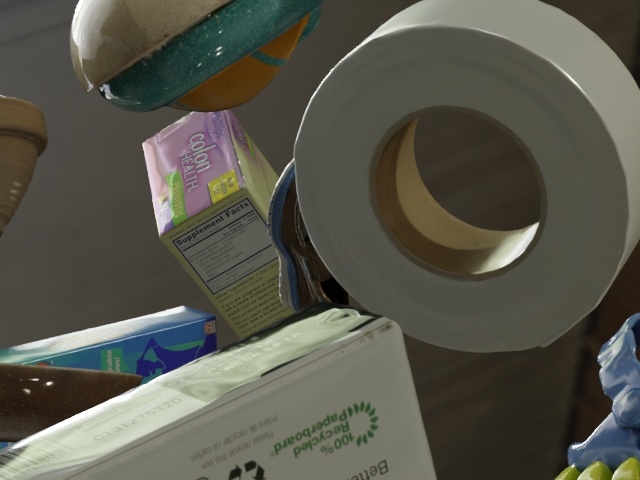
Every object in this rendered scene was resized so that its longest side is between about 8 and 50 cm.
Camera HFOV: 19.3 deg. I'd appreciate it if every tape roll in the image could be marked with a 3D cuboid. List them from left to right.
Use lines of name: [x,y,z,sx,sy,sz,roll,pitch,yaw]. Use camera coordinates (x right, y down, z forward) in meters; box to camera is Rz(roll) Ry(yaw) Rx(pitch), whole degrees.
tape roll: [0.126,-0.053,1.522,0.286,0.100,0.286,10,-63,20]

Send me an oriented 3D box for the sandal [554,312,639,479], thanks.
sandal: [0.242,0.093,1.007,0.317,0.126,0.138,-12,-117,50]

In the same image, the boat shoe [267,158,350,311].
boat shoe: [0.000,0.000,1.652,0.066,0.066,0.183,20,-34,21]

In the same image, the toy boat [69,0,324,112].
toy boat: [-0.017,-0.174,1.262,0.318,0.267,0.148,-29,-83,26]

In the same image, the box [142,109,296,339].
box: [-0.092,-0.008,2.242,0.243,0.117,0.213,55,10,-34]

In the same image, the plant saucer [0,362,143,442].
plant saucer: [-0.266,0.098,1.171,0.310,0.311,0.050,169,-76,-66]

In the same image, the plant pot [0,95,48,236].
plant pot: [-0.364,-0.046,1.751,0.237,0.237,0.109,140,-62,-65]

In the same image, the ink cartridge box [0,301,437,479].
ink cartridge box: [-0.012,0.226,0.721,0.069,0.176,0.371,8,-63,56]

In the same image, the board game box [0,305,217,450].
board game box: [-0.172,0.149,1.445,0.047,0.210,0.160,14,-70,47]
